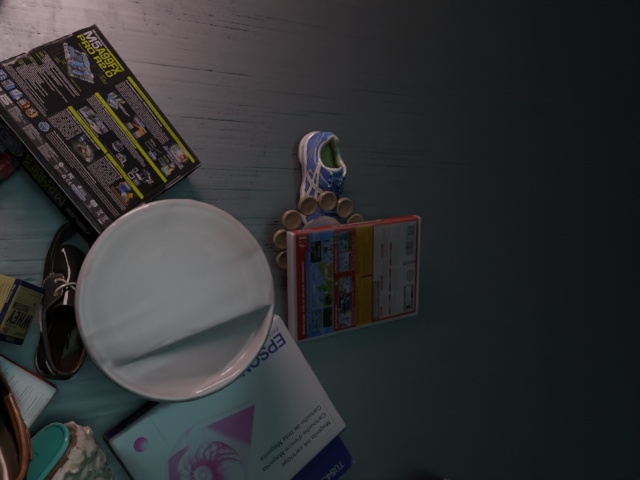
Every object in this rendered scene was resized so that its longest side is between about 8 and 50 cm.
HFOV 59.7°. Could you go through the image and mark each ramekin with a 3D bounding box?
[{"bbox_3d":[-0.210,0.085,0.800,0.272,0.127,0.273,3,83,-26],"label":"ramekin"}]

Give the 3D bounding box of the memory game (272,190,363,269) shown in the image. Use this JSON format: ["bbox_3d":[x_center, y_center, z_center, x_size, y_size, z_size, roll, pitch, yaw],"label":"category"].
[{"bbox_3d":[0.000,0.000,1.014,0.186,0.012,0.186,-10,111,-26],"label":"memory game"}]

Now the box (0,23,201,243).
[{"bbox_3d":[-0.344,-0.163,0.839,0.270,0.060,0.216,53,49,-12],"label":"box"}]

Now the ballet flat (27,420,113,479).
[{"bbox_3d":[-0.428,0.419,0.696,0.409,0.147,0.147,-45,104,-26],"label":"ballet flat"}]

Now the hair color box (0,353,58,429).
[{"bbox_3d":[-0.444,0.197,0.764,0.141,0.043,0.072,41,66,-19],"label":"hair color box"}]

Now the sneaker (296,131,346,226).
[{"bbox_3d":[0.005,-0.100,1.031,0.080,0.081,0.211,-10,94,-32],"label":"sneaker"}]

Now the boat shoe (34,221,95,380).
[{"bbox_3d":[-0.360,0.083,0.809,0.083,0.079,0.233,9,76,-28],"label":"boat shoe"}]

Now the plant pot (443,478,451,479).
[{"bbox_3d":[0.262,0.626,0.993,0.256,0.256,0.274,36,83,-20],"label":"plant pot"}]

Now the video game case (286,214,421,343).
[{"bbox_3d":[0.069,0.067,1.041,0.285,0.025,0.204,-8,105,-30],"label":"video game case"}]

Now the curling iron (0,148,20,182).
[{"bbox_3d":[-0.467,-0.117,0.802,0.068,0.035,0.274,49,64,-14],"label":"curling iron"}]

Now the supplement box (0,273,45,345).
[{"bbox_3d":[-0.439,0.089,0.754,0.083,0.056,0.083,13,74,11],"label":"supplement box"}]

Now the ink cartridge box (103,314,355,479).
[{"bbox_3d":[-0.117,0.346,0.908,0.324,0.071,0.330,-36,99,-29],"label":"ink cartridge box"}]

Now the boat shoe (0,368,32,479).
[{"bbox_3d":[-0.407,0.164,0.624,0.324,0.116,0.123,51,24,18],"label":"boat shoe"}]
